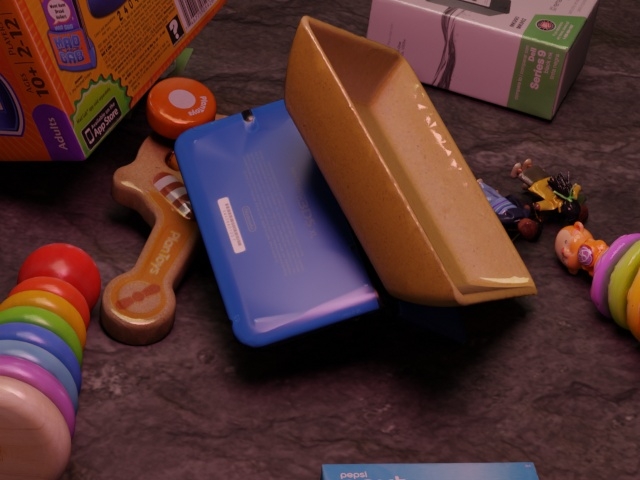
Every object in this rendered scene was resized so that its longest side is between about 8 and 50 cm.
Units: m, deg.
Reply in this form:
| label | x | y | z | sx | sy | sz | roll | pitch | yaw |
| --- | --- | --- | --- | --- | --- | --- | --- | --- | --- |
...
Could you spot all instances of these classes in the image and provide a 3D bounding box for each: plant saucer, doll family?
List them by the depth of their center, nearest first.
| label | x | y | z | sx | sy | sz | roll | pitch | yaw |
| --- | --- | --- | --- | --- | --- | --- | --- | --- | --- |
| plant saucer | 0.086 | -0.063 | 1.634 | 0.333 | 0.081 | 0.332 | 61 | 18 | 11 |
| doll family | 0.261 | -0.043 | 1.878 | 0.193 | 0.076 | 0.111 | -24 | 51 | -30 |

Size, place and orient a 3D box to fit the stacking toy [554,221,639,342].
| label | x | y | z | sx | sy | sz | roll | pitch | yaw |
| --- | --- | --- | --- | --- | --- | --- | --- | --- | --- |
| stacking toy | 0.374 | 0.049 | 1.726 | 0.165 | 0.175 | 0.302 | -17 | 32 | -34 |

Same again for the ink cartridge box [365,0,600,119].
| label | x | y | z | sx | sy | sz | roll | pitch | yaw |
| --- | --- | --- | --- | --- | --- | --- | --- | --- | --- |
| ink cartridge box | 0.230 | -0.303 | 2.175 | 0.289 | 0.122 | 0.211 | 18 | 37 | 13 |

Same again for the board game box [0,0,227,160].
| label | x | y | z | sx | sy | sz | roll | pitch | yaw |
| --- | --- | --- | --- | --- | --- | --- | --- | --- | --- |
| board game box | -0.388 | -0.337 | 1.784 | 0.356 | 0.356 | 0.356 | 2 | 39 | 30 |

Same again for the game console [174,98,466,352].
| label | x | y | z | sx | sy | sz | roll | pitch | yaw |
| --- | --- | --- | --- | --- | --- | --- | --- | --- | --- |
| game console | 0.000 | 0.000 | 1.692 | 0.250 | 0.173 | 0.293 | -18 | 58 | -5 |

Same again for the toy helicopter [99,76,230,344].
| label | x | y | z | sx | sy | sz | roll | pitch | yaw |
| --- | --- | --- | --- | --- | --- | --- | --- | --- | --- |
| toy helicopter | -0.140 | -0.012 | 1.740 | 0.235 | 0.140 | 0.355 | 22 | 48 | 3 |

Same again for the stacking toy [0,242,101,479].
| label | x | y | z | sx | sy | sz | roll | pitch | yaw |
| --- | --- | --- | --- | --- | --- | --- | --- | --- | --- |
| stacking toy | -0.284 | 0.109 | 1.524 | 0.141 | 0.141 | 0.330 | 9 | 31 | 1 |

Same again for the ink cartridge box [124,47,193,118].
| label | x | y | z | sx | sy | sz | roll | pitch | yaw |
| --- | --- | --- | --- | --- | --- | --- | --- | --- | --- |
| ink cartridge box | -0.282 | -0.221 | 2.013 | 0.209 | 0.062 | 0.109 | 11 | 38 | 5 |

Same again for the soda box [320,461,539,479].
| label | x | y | z | sx | sy | sz | roll | pitch | yaw |
| --- | --- | --- | --- | --- | --- | --- | --- | --- | --- |
| soda box | 0.104 | 0.258 | 1.440 | 0.210 | 0.067 | 0.071 | 0 | 37 | -10 |
